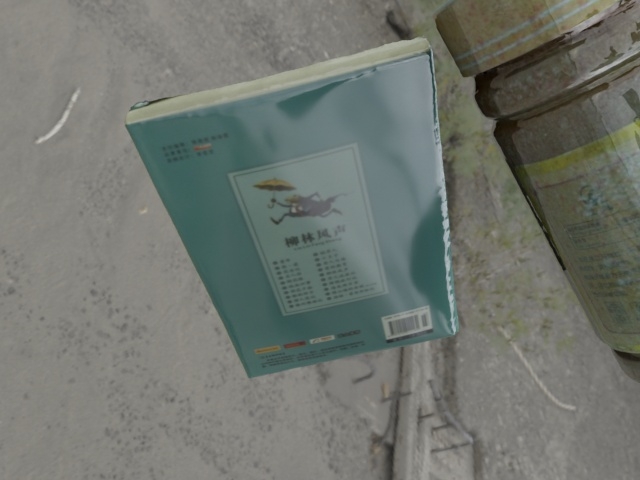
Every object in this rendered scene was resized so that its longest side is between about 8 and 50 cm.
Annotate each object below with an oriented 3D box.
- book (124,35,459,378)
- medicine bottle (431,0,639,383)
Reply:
[{"bbox_3d":[0.000,0.000,0.677,0.031,0.264,0.379,-100,177,-47],"label":"book"},{"bbox_3d":[0.221,-0.061,0.495,0.322,0.151,0.151,60,29,-10],"label":"medicine bottle"}]
